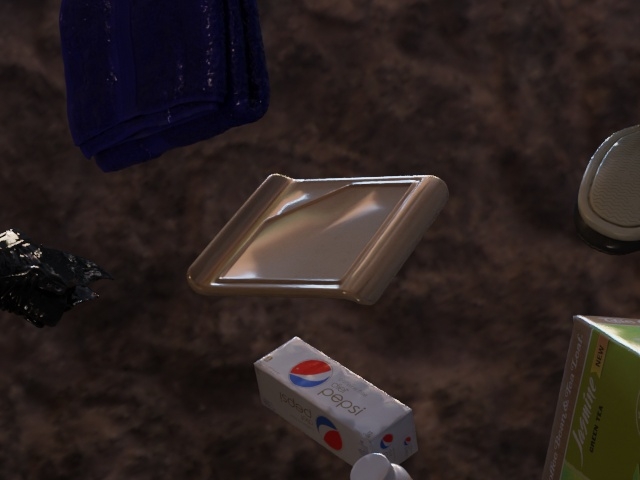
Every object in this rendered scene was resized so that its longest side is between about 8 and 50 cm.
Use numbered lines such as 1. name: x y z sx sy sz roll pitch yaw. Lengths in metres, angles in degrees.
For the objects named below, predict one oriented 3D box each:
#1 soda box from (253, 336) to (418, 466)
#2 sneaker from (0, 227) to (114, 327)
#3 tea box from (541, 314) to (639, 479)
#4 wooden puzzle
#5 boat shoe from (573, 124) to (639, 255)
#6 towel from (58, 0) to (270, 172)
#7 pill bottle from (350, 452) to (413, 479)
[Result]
1. soda box: 0.016 0.200 1.860 0.074 0.216 0.069 -32 -49 -29
2. sneaker: -0.245 0.038 1.268 0.089 0.051 0.170 39 -156 5
3. tea box: 0.416 0.220 1.370 0.329 0.323 0.220 6 -79 -21
4. wooden puzzle: 0.000 0.000 1.734 0.221 0.239 0.044 -52 -45 -42
5. boat shoe: 0.235 -0.041 1.049 0.084 0.079 0.233 30 -142 18
6. towel: -0.180 -0.206 1.649 0.076 0.308 0.227 -8 -93 -40
7. pill bottle: 0.079 0.288 1.716 0.116 0.065 0.065 55 -143 -37
